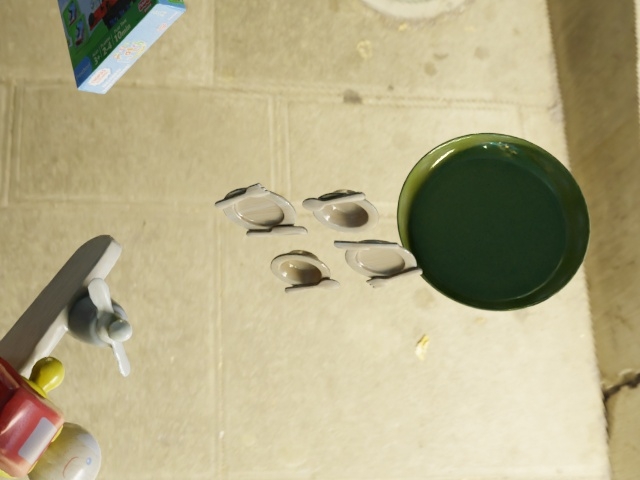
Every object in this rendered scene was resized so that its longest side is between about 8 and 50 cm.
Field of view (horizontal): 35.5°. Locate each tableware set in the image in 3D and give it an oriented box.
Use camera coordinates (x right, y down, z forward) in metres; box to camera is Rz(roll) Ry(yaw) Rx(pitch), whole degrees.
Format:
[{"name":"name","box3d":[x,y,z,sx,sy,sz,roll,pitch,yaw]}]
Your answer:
[{"name":"tableware set","box3d":[0.000,0.000,0.860,0.141,0.168,0.020,-7,53,27]}]

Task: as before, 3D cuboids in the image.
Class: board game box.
[{"name":"board game box","box3d":[-0.217,-0.282,1.020,0.039,0.160,0.211,2,64,-43]}]

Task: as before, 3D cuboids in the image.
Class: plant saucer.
[{"name":"plant saucer","box3d":[0.214,-0.021,1.255,0.241,0.037,0.240,0,68,-1]}]

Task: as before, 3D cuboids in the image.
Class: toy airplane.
[{"name":"toy airplane","box3d":[-0.380,0.203,1.147,0.272,0.386,0.384,38,24,-17]}]
